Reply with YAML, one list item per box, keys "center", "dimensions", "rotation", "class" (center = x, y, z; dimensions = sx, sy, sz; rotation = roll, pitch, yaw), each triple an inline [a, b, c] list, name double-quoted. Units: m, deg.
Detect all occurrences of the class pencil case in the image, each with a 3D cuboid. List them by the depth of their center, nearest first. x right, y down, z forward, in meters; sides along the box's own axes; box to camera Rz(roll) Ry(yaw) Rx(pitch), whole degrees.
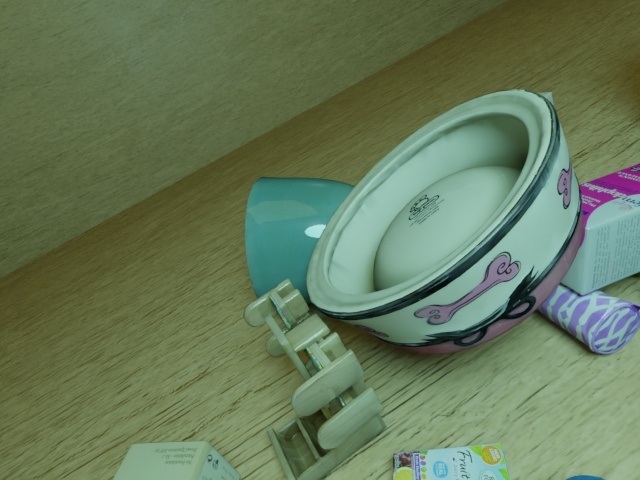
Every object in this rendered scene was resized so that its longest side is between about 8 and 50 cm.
- center: [0.379, 0.084, 0.639]
  dimensions: [0.088, 0.086, 0.206]
  rotation: [-48, 30, 8]
  class: "pencil case"

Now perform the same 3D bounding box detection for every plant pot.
- center: [0.000, 0.000, 0.884]
  dimensions: [0.235, 0.293, 0.293]
  rotation: [-3, 35, 12]
  class: "plant pot"

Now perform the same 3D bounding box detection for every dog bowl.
- center: [0.172, -0.018, 0.602]
  dimensions: [0.408, 0.150, 0.408]
  rotation: [-41, 21, 19]
  class: "dog bowl"

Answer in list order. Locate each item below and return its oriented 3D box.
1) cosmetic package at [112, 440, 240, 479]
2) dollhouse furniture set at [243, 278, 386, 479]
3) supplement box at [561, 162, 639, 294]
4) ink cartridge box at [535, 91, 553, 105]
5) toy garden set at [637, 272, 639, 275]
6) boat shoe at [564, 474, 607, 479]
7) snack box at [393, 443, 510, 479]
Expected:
- center: [-0.242, 0.443, 0.540]
  dimensions: [0.160, 0.113, 0.310]
  rotation: [-14, 32, 20]
  class: "cosmetic package"
- center: [-0.030, 0.220, 0.590]
  dimensions: [0.161, 0.242, 0.212]
  rotation: [-33, 30, -12]
  class: "dollhouse furniture set"
- center: [0.436, -0.023, 0.608]
  dimensions: [0.219, 0.114, 0.111]
  rotation: [-20, 28, -10]
  class: "supplement box"
- center: [0.463, -0.283, 1.112]
  dimensions: [0.283, 0.117, 0.207]
  rotation: [-40, 33, -21]
  class: "ink cartridge box"
- center: [0.596, 0.007, 0.639]
  dimensions: [0.203, 0.049, 0.244]
  rotation: [-14, 32, 24]
  class: "toy garden set"
- center: [0.240, 0.348, 0.349]
  dimensions: [0.109, 0.089, 0.258]
  rotation: [-16, 34, 42]
  class: "boat shoe"
- center: [0.162, 0.312, 0.504]
  dimensions: [0.141, 0.037, 0.100]
  rotation: [-15, 33, 18]
  class: "snack box"
